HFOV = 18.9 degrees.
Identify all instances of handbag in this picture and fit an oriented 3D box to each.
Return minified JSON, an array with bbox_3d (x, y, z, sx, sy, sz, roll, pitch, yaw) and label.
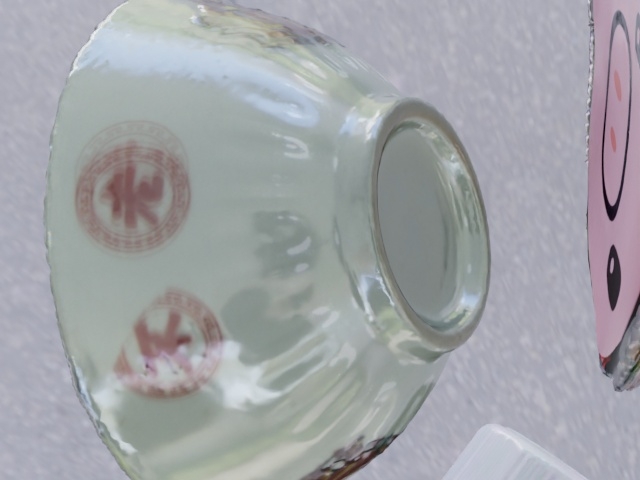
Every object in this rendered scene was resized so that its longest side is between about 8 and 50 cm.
[{"bbox_3d":[0.162,-0.035,0.723,0.116,0.205,0.179,1,36,-2],"label":"handbag"}]

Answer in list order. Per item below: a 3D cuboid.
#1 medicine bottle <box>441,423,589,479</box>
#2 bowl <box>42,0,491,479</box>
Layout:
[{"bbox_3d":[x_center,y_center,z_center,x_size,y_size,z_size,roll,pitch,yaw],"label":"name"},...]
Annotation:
[{"bbox_3d":[0.074,0.330,1.439,0.242,0.242,0.395,30,85,21],"label":"medicine bottle"},{"bbox_3d":[0.000,0.000,1.135,0.157,0.337,0.337,-10,67,30],"label":"bowl"}]
